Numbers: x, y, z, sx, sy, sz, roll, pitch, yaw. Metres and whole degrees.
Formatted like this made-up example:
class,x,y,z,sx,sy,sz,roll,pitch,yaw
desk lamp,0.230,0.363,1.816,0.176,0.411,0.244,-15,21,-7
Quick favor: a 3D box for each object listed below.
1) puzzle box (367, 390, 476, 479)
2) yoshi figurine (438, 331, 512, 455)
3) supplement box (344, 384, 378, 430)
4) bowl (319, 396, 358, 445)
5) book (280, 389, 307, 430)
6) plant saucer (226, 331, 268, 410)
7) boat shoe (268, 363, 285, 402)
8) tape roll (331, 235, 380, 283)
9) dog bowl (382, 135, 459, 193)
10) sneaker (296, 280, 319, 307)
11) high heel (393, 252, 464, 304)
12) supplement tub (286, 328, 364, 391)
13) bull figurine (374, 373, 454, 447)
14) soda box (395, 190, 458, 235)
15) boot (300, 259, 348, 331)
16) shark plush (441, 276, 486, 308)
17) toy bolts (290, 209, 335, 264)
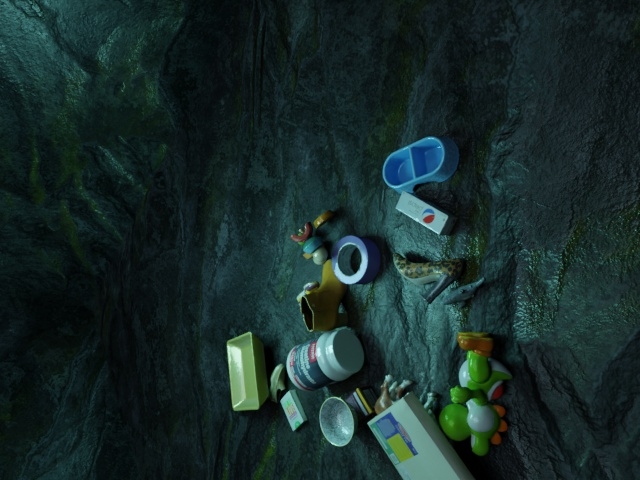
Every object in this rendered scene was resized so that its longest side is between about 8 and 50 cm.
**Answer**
class,x,y,z,sx,sy,sz,roll,pitch,yaw
puzzle box,0.336,0.706,1.630,0.409,0.052,0.272,55,143,18
yoshi figurine,0.446,0.469,1.581,0.203,0.203,0.363,-5,84,61
supplement box,0.137,0.647,1.936,0.188,0.080,0.104,-52,54,28
bowl,0.083,0.655,1.874,0.170,0.080,0.170,-5,83,44
book,-0.117,0.737,2.222,0.096,0.035,0.144,-52,54,33
plant saucer,-0.332,0.609,2.375,0.332,0.080,0.333,-31,63,55
boat shoe,-0.182,0.638,2.281,0.072,0.068,0.190,29,118,30
tape roll,0.138,0.078,2.000,0.188,0.080,0.189,-7,80,46
dog bowl,0.348,-0.272,1.830,0.297,0.074,0.166,-19,72,42
sneaker,-0.040,0.238,2.156,0.084,0.069,0.185,66,151,23
high heel,0.372,0.077,1.780,0.186,0.093,0.261,-47,44,10
supplement tub,0.016,0.467,2.000,0.272,0.191,0.191,-32,64,39
bull figurine,0.318,0.593,1.747,0.310,0.101,0.189,18,91,39
soda box,0.369,-0.096,1.792,0.216,0.069,0.074,38,113,42
boot,0.005,0.211,2.025,0.104,0.211,0.296,-25,68,40
shark plush,0.470,0.172,1.660,0.161,0.067,0.073,-27,67,41
toy bolts,0.000,0.000,2.086,0.218,0.228,0.159,-39,85,10
